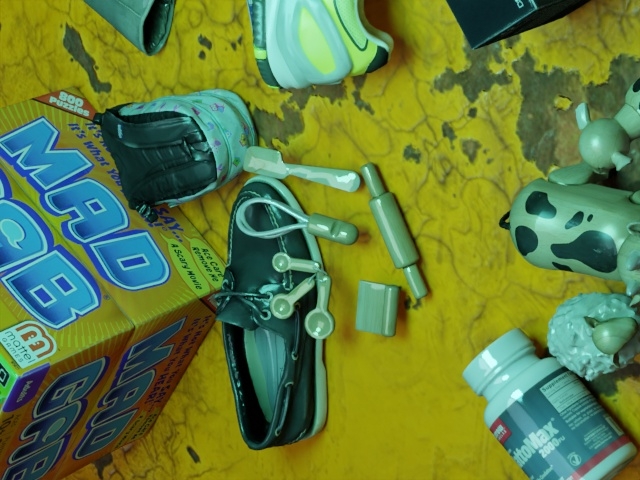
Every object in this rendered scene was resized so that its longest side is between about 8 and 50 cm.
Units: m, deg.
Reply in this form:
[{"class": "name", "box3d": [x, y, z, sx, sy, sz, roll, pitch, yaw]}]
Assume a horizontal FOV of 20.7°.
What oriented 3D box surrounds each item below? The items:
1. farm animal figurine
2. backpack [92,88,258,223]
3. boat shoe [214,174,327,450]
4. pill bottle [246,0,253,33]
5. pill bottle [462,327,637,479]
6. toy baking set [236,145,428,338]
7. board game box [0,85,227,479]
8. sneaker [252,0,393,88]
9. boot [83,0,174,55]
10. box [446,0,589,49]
[{"class": "farm animal figurine", "box3d": [0.299, -0.025, 1.628, 0.327, 0.172, 0.330, -7, 101, 48]}, {"class": "backpack", "box3d": [-0.167, -0.115, 2.094, 0.182, 0.115, 0.152, -9, 113, 45]}, {"class": "boat shoe", "box3d": [-0.073, 0.096, 2.094, 0.127, 0.113, 0.340, 17, 119, 39]}, {"class": "pill bottle", "box3d": [-0.044, -0.241, 1.951, 0.067, 0.067, 0.120, 4, 110, 43]}, {"class": "pill bottle", "box3d": [0.235, 0.186, 1.838, 0.180, 0.108, 0.108, 50, 135, 16]}, {"class": "toy baking set", "box3d": [0.007, -0.001, 1.986, 0.197, 0.030, 0.256, -18, 93, 22]}, {"class": "board game box", "box3d": [-0.397, 0.086, 2.229, 0.356, 0.356, 0.356, 49, 134, 17]}, {"class": "sneaker", "box3d": [0.006, -0.352, 1.832, 0.147, 0.145, 0.384, 0, 103, 6]}, {"class": "boot", "box3d": [-0.263, -0.344, 2.116, 0.208, 0.076, 0.189, 41, 146, 33]}, {"class": "box", "box3d": [0.181, -0.280, 1.647, 0.093, 0.158, 0.156, -32, 84, 46]}]
